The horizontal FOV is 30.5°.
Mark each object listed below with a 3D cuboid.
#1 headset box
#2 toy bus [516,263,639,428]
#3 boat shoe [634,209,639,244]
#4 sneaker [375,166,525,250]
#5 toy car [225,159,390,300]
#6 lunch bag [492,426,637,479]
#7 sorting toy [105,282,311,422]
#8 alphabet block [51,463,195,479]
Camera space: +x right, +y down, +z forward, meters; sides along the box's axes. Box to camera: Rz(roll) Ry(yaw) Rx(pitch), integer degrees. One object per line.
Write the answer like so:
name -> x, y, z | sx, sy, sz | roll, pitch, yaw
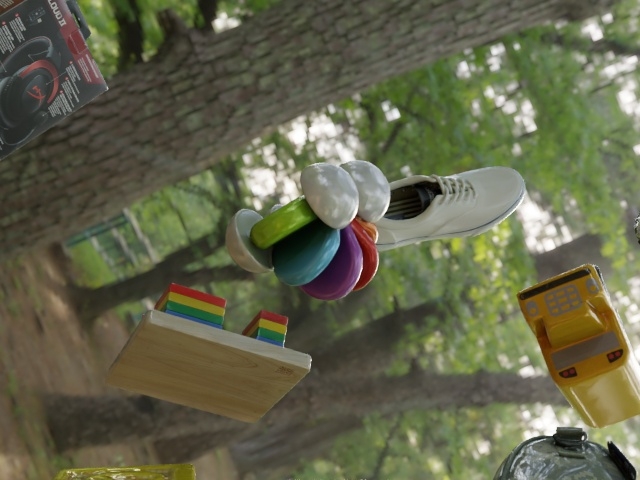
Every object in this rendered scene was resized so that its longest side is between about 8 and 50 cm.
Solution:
headset box -> -0.495, -0.280, 1.874 | 0.110, 0.293, 0.218 | 36, -24, 43
toy bus -> 0.355, 0.146, 1.554 | 0.333, 0.108, 0.130 | 45, 27, -60
boat shoe -> 0.434, -0.013, 1.534 | 0.040, 0.049, 0.142 | -68, 173, 27
sneaker -> 0.168, -0.051, 1.616 | 0.091, 0.258, 0.094 | 97, -27, -65
toy car -> 0.000, 0.000, 1.282 | 0.182, 0.159, 0.136 | -11, 73, -62
lunch bag -> 0.238, 0.384, 1.249 | 0.256, 0.213, 0.305 | -80, -179, -63
sorting toy -> -0.175, 0.174, 1.826 | 0.255, 0.257, 0.089 | 131, -28, -54
alphabet block -> -0.251, 0.400, 1.501 | 0.193, 0.192, 0.197 | 165, -75, -81
